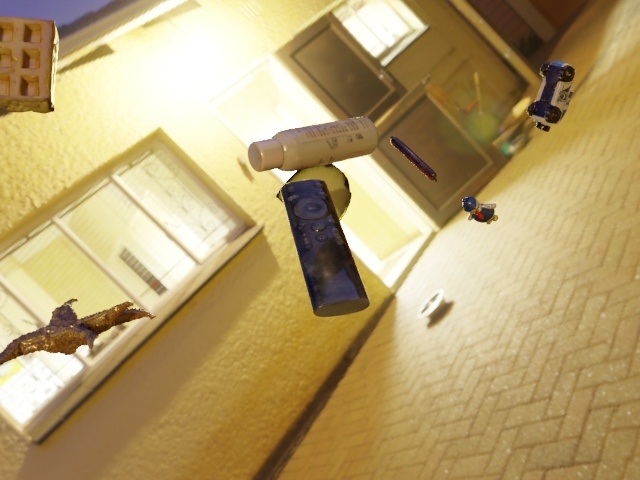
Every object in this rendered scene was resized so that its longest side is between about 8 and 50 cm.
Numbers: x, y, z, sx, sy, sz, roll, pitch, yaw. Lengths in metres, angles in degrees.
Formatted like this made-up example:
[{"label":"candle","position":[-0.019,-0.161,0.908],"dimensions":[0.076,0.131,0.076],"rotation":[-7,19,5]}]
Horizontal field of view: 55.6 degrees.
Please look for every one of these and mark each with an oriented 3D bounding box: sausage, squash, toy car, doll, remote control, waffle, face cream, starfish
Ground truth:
[{"label":"sausage","position":[0.238,-0.212,1.561],"dimensions":[0.025,0.198,0.028],"rotation":[-46,-36,10]},{"label":"squash","position":[-0.011,-0.129,1.710],"dimensions":[0.184,0.192,0.085],"rotation":[-47,16,-8]},{"label":"toy car","position":[0.578,-0.356,1.508],"dimensions":[0.080,0.070,0.170],"rotation":[42,125,57]},{"label":"doll","position":[0.454,-0.089,1.745],"dimensions":[0.099,0.143,0.057],"rotation":[-29,46,37]},{"label":"remote control","position":[0.000,0.000,1.226],"dimensions":[0.377,0.107,0.044],"rotation":[-107,17,-47]},{"label":"waffle","position":[-0.665,-0.360,1.224],"dimensions":[0.248,0.221,0.055],"rotation":[-2,-25,-17]},{"label":"face cream","position":[-0.014,-0.179,1.153],"dimensions":[0.269,0.082,0.082],"rotation":[-17,-13,-32]},{"label":"starfish","position":[-0.511,0.189,1.329],"dimensions":[0.294,0.084,0.301],"rotation":[-12,15,20]}]
